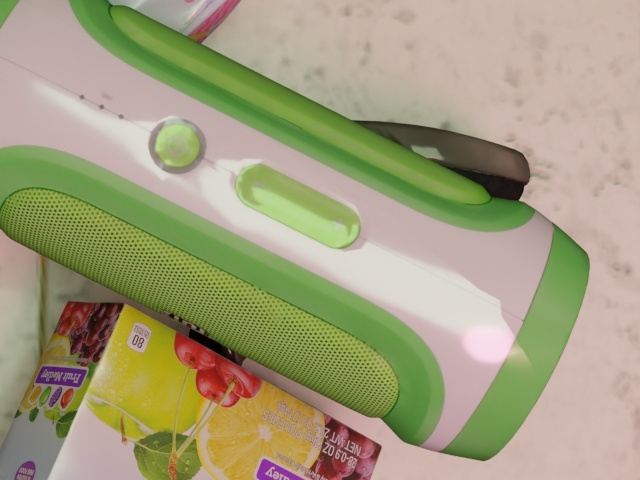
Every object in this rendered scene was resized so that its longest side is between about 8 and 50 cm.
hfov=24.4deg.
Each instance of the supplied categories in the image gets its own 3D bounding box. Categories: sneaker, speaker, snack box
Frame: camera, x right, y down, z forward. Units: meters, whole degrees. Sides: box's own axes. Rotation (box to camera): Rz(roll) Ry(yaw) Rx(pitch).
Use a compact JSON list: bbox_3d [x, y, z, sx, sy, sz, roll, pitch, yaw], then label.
[{"bbox_3d":[0.000,0.000,0.786,0.227,0.087,0.130,-1,88,-13],"label":"sneaker"},{"bbox_3d":[-0.034,-0.013,0.673,0.296,0.131,0.131,27,79,-2],"label":"speaker"},{"bbox_3d":[-0.082,0.159,0.720,0.174,0.070,0.207,32,71,-31],"label":"snack box"}]

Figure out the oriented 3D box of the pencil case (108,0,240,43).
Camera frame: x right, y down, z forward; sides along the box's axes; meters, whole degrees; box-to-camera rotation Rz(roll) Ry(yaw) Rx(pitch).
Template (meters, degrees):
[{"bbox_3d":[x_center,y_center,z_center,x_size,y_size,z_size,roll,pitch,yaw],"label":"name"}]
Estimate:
[{"bbox_3d":[-0.149,-0.201,0.743,0.273,0.113,0.124,46,77,-8],"label":"pencil case"}]
